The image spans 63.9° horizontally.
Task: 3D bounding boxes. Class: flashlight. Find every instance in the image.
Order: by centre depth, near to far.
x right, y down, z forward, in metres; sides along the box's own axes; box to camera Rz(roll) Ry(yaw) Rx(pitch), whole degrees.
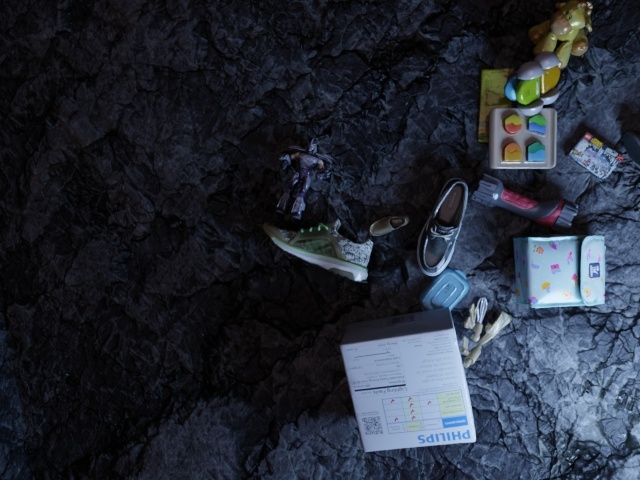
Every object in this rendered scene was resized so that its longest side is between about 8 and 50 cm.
[{"bbox_3d":[0.644,-0.126,1.621,0.304,0.103,0.103,26,71,12],"label":"flashlight"}]

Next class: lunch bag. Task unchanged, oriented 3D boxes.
[{"bbox_3d":[0.746,0.092,1.577,0.262,0.160,0.223,-1,89,2],"label":"lunch bag"}]

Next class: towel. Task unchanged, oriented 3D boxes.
[{"bbox_3d":[0.569,-0.437,1.665,0.102,0.021,0.237,2,92,12],"label":"towel"}]

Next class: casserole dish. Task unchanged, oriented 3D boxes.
[{"bbox_3d":[0.413,0.178,1.717,0.114,0.037,0.188,41,99,8],"label":"casserole dish"}]

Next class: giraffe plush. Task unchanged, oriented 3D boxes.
[{"bbox_3d":[0.745,-0.648,1.539,0.181,0.170,0.210,39,100,9],"label":"giraffe plush"}]

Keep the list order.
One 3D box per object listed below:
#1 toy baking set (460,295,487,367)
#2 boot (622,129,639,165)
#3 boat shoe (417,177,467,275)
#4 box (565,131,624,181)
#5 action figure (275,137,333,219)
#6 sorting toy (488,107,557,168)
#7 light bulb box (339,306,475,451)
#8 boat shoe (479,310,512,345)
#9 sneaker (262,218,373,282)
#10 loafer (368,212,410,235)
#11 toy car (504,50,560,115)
[{"bbox_3d":[0.488,0.278,1.598,0.030,0.256,0.197,9,101,30],"label":"toy baking set"},{"bbox_3d":[1.073,-0.295,1.530,0.229,0.091,0.263,-45,86,5],"label":"boot"},{"bbox_3d":[0.392,-0.045,1.670,0.121,0.119,0.335,15,95,12],"label":"boat shoe"},{"bbox_3d":[0.856,-0.262,1.601,0.137,0.027,0.094,38,99,9],"label":"box"},{"bbox_3d":[-0.063,-0.219,1.783,0.185,0.099,0.285,19,93,19],"label":"action figure"},{"bbox_3d":[0.643,-0.325,1.628,0.208,0.038,0.193,0,92,2],"label":"sorting toy"},{"bbox_3d":[0.280,0.441,1.644,0.357,0.225,0.361,-11,97,13],"label":"light bulb box"},{"bbox_3d":[0.565,0.288,1.682,0.135,0.050,0.045,-46,71,8],"label":"boat shoe"},{"bbox_3d":[0.000,0.000,1.769,0.410,0.158,0.182,23,84,6],"label":"sneaker"},{"bbox_3d":[0.230,-0.056,1.743,0.148,0.050,0.056,-23,87,13],"label":"loafer"},{"bbox_3d":[0.646,-0.488,1.585,0.182,0.159,0.136,-35,39,-21],"label":"toy car"}]
